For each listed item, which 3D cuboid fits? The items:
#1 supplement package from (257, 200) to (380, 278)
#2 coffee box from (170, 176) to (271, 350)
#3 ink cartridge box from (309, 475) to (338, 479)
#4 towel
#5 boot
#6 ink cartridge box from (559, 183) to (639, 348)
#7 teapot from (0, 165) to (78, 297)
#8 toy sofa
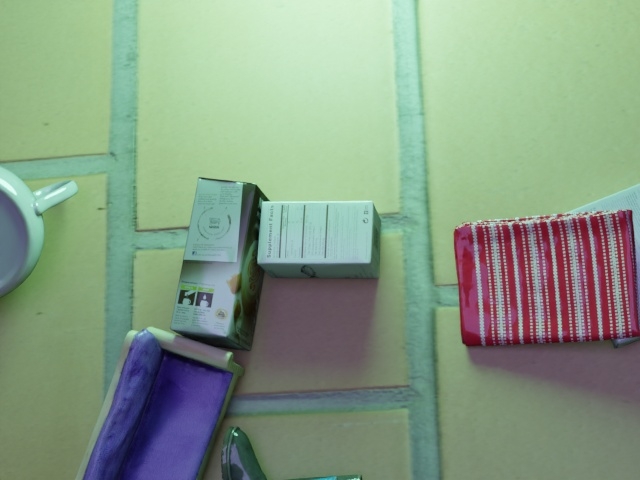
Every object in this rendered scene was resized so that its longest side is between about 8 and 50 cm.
[{"bbox_3d":[0.000,0.000,1.822,0.179,0.105,0.105,0,76,11],"label":"supplement package"},{"bbox_3d":[-0.151,0.039,1.822,0.098,0.141,0.246,6,77,12],"label":"coffee box"},{"bbox_3d":[-0.080,0.464,1.646,0.232,0.168,0.171,-12,103,12],"label":"ink cartridge box"},{"bbox_3d":[0.340,0.058,1.749,0.275,0.031,0.199,-5,80,22],"label":"towel"},{"bbox_3d":[-0.041,0.371,1.750,0.208,0.076,0.190,-7,89,16],"label":"boot"},{"bbox_3d":[0.509,0.023,1.753,0.224,0.045,0.223,-21,73,3],"label":"ink cartridge box"},{"bbox_3d":[-0.567,-0.027,1.902,0.256,0.187,0.252,23,100,-11],"label":"teapot"},{"bbox_3d":[-0.255,0.324,1.749,0.150,0.177,0.362,17,78,15],"label":"toy sofa"}]
